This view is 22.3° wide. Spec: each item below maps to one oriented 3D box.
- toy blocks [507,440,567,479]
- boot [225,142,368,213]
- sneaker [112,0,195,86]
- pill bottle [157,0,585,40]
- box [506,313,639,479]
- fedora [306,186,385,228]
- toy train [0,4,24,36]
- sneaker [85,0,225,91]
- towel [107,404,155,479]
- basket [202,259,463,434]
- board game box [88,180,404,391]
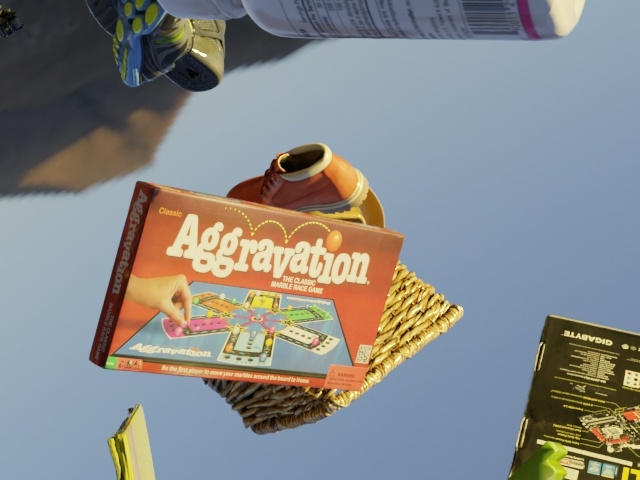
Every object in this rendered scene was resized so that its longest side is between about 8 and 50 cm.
[{"bbox_3d":[0.149,0.389,1.307,0.381,0.261,0.190,-47,159,8],"label":"toy blocks"},{"bbox_3d":[-0.040,-0.059,1.625,0.157,0.084,0.059,-13,-122,26],"label":"boot"},{"bbox_3d":[-0.165,-0.227,1.671,0.078,0.067,0.188,-19,160,-23],"label":"sneaker"},{"bbox_3d":[0.032,-0.217,1.094,0.283,0.160,0.160,3,-155,18],"label":"pill bottle"},{"bbox_3d":[0.376,0.223,1.764,0.322,0.079,0.257,12,-135,9],"label":"box"},{"bbox_3d":[0.000,0.000,2.092,0.194,0.194,0.079,-32,-162,-8],"label":"fedora"},{"bbox_3d":[-0.402,-0.269,1.971,0.036,0.027,0.158,-40,-150,-14],"label":"toy train"},{"bbox_3d":[-0.196,-0.290,1.943,0.087,0.227,0.130,-24,-137,35],"label":"sneaker"},{"bbox_3d":[-0.204,0.243,1.770,0.021,0.102,0.237,-9,-178,-2],"label":"towel"},{"bbox_3d":[0.011,0.159,2.262,0.299,0.223,0.213,-35,156,-40],"label":"basket"},{"bbox_3d":[-0.052,0.043,1.318,0.281,0.145,0.027,10,-173,-44],"label":"board game box"}]
